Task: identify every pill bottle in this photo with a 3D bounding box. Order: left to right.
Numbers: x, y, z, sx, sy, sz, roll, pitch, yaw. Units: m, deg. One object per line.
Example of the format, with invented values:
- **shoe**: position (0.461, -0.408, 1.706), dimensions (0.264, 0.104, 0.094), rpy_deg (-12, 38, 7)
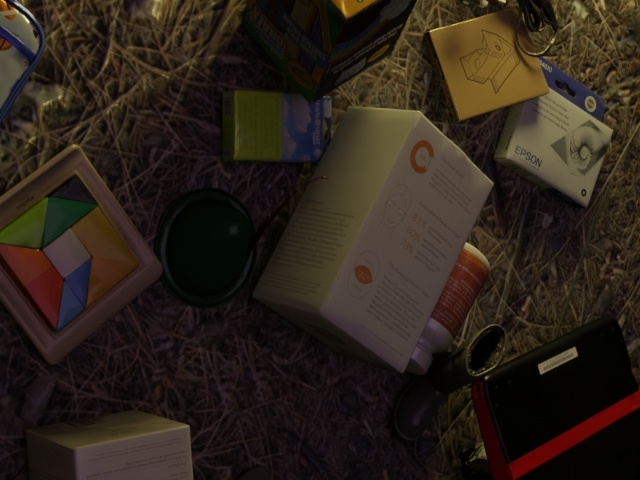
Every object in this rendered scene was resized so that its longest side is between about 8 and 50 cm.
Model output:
- **pill bottle**: position (0.182, 0.106, 2.045), dimensions (0.121, 0.121, 0.216), rpy_deg (41, 69, -28)

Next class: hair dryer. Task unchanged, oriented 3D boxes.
- **hair dryer**: position (0.339, -0.485, 2.164), dimensions (0.223, 0.080, 0.294), rpy_deg (28, 73, -35)

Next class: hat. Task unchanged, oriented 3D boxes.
- **hat**: position (-0.121, 0.000, 1.802), dimensions (0.172, 0.183, 0.209), rpy_deg (9, 86, -33)

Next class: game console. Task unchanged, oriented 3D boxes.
- **game console**: position (0.428, 0.340, 2.131), dimensions (0.386, 0.060, 0.342), rpy_deg (-19, 92, -39)

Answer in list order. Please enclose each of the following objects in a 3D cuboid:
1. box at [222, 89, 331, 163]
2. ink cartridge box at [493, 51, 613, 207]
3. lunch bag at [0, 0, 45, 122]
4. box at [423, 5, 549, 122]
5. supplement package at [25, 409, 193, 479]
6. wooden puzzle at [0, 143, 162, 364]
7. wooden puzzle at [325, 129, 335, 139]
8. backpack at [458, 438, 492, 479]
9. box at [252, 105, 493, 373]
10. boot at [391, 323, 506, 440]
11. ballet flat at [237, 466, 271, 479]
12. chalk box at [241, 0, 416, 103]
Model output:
- **box**: position (-0.067, -0.175, 1.919), dimensions (0.178, 0.042, 0.109), rpy_deg (-1, 93, -35)
- **ink cartridge box**: position (0.433, -0.202, 2.252), dimensions (0.223, 0.045, 0.224), rpy_deg (26, 76, -31)
- **lunch bag**: position (-0.517, -0.270, 1.578), dimensions (0.303, 0.115, 0.243), rpy_deg (39, 68, -29)
- **box**: position (0.287, -0.305, 2.138), dimensions (0.201, 0.021, 0.165), rpy_deg (-19, 89, -27)
- **supplement package**: position (-0.285, 0.399, 1.707), dimensions (0.177, 0.175, 0.293), rpy_deg (-5, 94, -35)
- **wooden puzzle**: position (-0.355, 0.019, 1.731), dimensions (0.221, 0.044, 0.239), rpy_deg (-42, 113, -26)
- **wooden puzzle**: position (0.028, -0.150, 2.005), dimensions (0.083, 0.006, 0.049), rpy_deg (12, 84, -33)
- **backpack**: position (0.345, 0.372, 2.165), dimensions (0.152, 0.115, 0.182), rpy_deg (47, 61, -22)
- **box**: position (0.085, -0.005, 1.925), dimensions (0.215, 0.168, 0.345), rpy_deg (38, 73, -39)
- **boot**: position (0.209, 0.232, 2.011), dimensions (0.076, 0.208, 0.190), rpy_deg (34, 69, -13)
- **ballet flat**: position (-0.132, 0.435, 1.874), dimensions (0.213, 0.068, 0.072), rpy_deg (-48, 115, -24)
- **chalk box**: position (0.011, -0.345, 1.855), dimensions (0.180, 0.289, 0.179), rpy_deg (-34, 78, -26)
